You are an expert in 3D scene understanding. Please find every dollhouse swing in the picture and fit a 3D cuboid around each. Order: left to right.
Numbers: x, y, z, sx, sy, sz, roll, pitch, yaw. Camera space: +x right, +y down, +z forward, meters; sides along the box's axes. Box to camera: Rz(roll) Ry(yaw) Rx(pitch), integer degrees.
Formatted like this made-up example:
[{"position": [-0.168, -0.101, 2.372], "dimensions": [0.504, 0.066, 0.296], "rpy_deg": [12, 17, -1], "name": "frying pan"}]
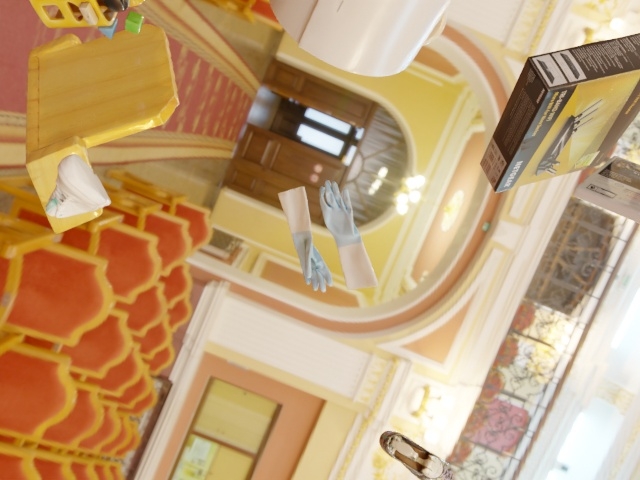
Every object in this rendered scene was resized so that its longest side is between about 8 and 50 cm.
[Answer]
[{"position": [-0.461, -0.253, 1.391], "dimensions": [0.315, 0.305, 0.346], "rpy_deg": [97, -20, -53], "name": "dollhouse swing"}]

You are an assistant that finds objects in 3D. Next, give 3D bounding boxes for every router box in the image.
[{"position": [0.455, -0.226, 1.167], "dimensions": [0.309, 0.243, 0.081], "rpy_deg": [94, -21, -62], "name": "router box"}]

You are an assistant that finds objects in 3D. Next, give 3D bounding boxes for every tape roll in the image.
[{"position": [0.067, -0.380, 0.900], "dimensions": [0.169, 0.246, 0.246], "rpy_deg": [-55, -167, 48], "name": "tape roll"}]

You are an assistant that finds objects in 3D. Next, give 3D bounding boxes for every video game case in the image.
[{"position": [0.575, -0.081, 1.122], "dimensions": [0.173, 0.190, 0.022], "rpy_deg": [-32, 138, -37], "name": "video game case"}]

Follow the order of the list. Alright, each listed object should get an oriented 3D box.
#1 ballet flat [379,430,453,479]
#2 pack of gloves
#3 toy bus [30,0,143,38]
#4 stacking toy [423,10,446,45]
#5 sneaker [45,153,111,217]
[{"position": [0.132, 0.296, 0.856], "dimensions": [0.041, 0.114, 0.041], "rpy_deg": [-59, 176, -6], "name": "ballet flat"}, {"position": [0.000, 0.000, 1.288], "dimensions": [0.195, 0.232, 0.046], "rpy_deg": [-11, -171, 46], "name": "pack of gloves"}, {"position": [-0.380, -0.410, 1.061], "dimensions": [0.202, 0.191, 0.104], "rpy_deg": [-31, -138, 48], "name": "toy bus"}, {"position": [0.261, -0.614, 1.752], "dimensions": [0.330, 0.141, 0.141], "rpy_deg": [-76, -171, -71], "name": "stacking toy"}, {"position": [-0.389, -0.070, 0.992], "dimensions": [0.094, 0.080, 0.212], "rpy_deg": [-28, 178, -12], "name": "sneaker"}]
